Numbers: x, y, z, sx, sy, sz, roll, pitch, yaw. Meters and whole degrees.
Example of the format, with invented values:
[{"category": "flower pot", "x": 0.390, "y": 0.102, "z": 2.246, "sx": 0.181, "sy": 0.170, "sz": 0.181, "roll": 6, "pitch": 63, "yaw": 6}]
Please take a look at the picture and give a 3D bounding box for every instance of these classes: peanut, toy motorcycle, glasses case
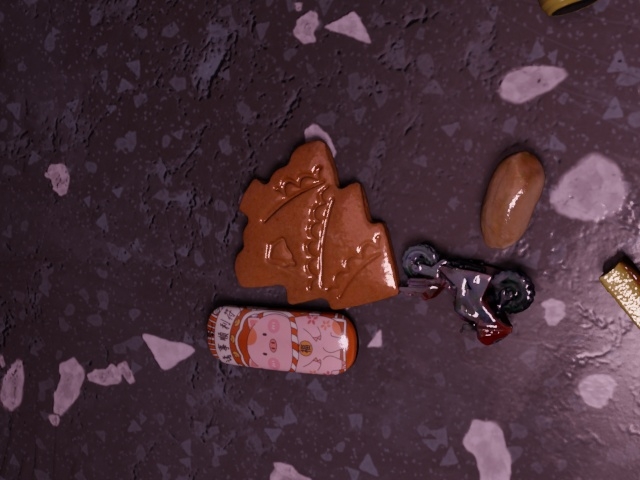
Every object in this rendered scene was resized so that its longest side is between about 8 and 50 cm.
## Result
[{"category": "peanut", "x": 0.276, "y": -0.058, "z": 1.207, "sx": 0.076, "sy": 0.076, "sz": 0.152, "roll": 23, "pitch": 108, "yaw": 19}, {"category": "toy motorcycle", "x": 0.214, "y": 0.081, "z": 1.245, "sx": 0.213, "sy": 0.082, "sz": 0.122, "roll": 18, "pitch": 102, "yaw": 32}, {"category": "glasses case", "x": -0.066, "y": 0.161, "z": 1.368, "sx": 0.267, "sy": 0.067, "sz": 0.103, "roll": 1, "pitch": 95, "yaw": 22}]

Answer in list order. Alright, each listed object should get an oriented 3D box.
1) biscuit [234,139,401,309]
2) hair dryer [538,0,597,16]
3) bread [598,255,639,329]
[{"category": "biscuit", "x": 0.000, "y": 0.000, "z": 1.339, "sx": 0.306, "sy": 0.043, "sz": 0.283, "roll": 32, "pitch": 106, "yaw": 16}, {"category": "hair dryer", "x": 0.420, "y": -0.411, "z": 1.117, "sx": 0.279, "sy": 0.090, "sz": 0.134, "roll": -16, "pitch": 88, "yaw": 17}, {"category": "bread", "x": 0.470, "y": 0.125, "z": 1.137, "sx": 0.049, "sy": 0.088, "sz": 0.226, "roll": -39, "pitch": 79, "yaw": 19}]
